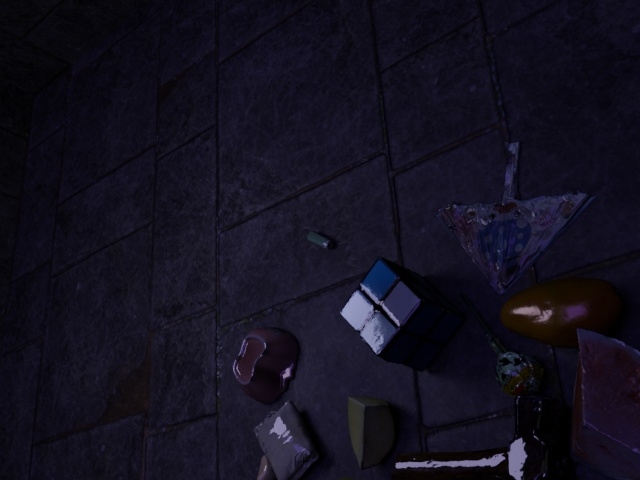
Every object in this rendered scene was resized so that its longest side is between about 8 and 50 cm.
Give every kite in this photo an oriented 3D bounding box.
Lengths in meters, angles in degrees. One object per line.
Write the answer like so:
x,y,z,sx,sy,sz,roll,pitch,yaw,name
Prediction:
0.415,-0.053,1.663,0.406,0.014,0.368,-4,70,42,kite

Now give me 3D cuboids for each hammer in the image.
0.311,0.455,1.506,0.409,0.095,0.242,-20,53,45,hammer

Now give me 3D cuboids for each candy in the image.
0.370,0.205,1.568,0.091,0.083,0.305,-48,39,19,candy

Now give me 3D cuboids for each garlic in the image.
-0.136,0.589,1.895,0.053,0.041,0.083,-30,45,47,garlic

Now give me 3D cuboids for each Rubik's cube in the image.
0.183,0.166,1.670,0.167,0.183,0.180,-54,44,11,Rubik's cube

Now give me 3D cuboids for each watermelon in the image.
0.526,0.299,1.307,0.256,0.176,0.260,-28,34,48,watermelon

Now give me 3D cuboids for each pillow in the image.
-0.083,0.508,1.849,0.134,0.078,0.181,-47,49,18,pillow

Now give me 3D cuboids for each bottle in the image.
0.000,0.000,2.017,0.083,0.030,0.030,26,91,45,bottle

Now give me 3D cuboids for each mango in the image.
0.468,0.145,1.460,0.253,0.113,0.138,-12,65,42,mango

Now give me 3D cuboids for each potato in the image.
0.116,0.438,1.717,0.120,0.081,0.149,-172,84,-75,potato

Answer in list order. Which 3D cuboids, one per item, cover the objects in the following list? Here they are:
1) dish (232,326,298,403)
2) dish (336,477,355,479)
-0.164,0.325,1.992,0.213,0.090,0.213,-19,60,37,dish
0.017,0.667,1.668,0.262,0.108,0.221,-52,45,13,dish
